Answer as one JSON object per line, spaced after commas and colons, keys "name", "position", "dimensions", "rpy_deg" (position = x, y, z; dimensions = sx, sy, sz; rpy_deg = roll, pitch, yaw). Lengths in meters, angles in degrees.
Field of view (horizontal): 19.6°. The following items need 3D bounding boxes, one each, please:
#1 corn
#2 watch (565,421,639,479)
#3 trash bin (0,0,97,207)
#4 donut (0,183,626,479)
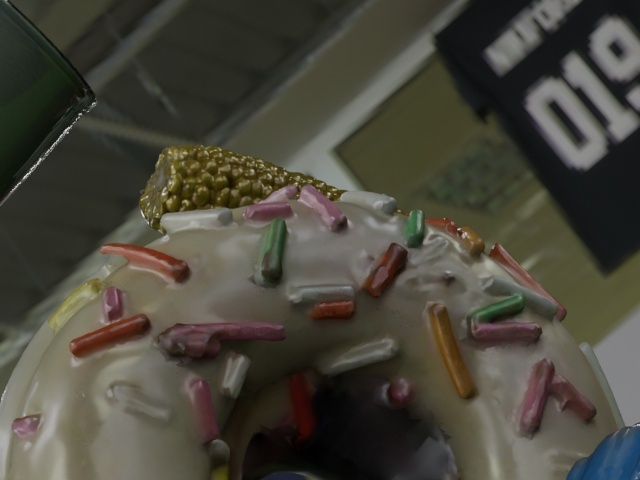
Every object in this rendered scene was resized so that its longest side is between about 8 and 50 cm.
{"name": "corn", "position": [0.000, 0.003, 1.279], "dimensions": [0.260, 0.091, 0.091], "rpy_deg": [21, -62, -22]}
{"name": "watch", "position": [0.162, 0.241, 0.774], "dimensions": [0.274, 0.241, 0.305], "rpy_deg": [-58, -41, -47]}
{"name": "trash bin", "position": [-0.340, -0.085, 1.443], "dimensions": [0.262, 0.277, 0.217], "rpy_deg": [-49, -63, -8]}
{"name": "donut", "position": [0.008, 0.139, 1.020], "dimensions": [0.382, 0.382, 0.142], "rpy_deg": [-28, -13, -26]}
